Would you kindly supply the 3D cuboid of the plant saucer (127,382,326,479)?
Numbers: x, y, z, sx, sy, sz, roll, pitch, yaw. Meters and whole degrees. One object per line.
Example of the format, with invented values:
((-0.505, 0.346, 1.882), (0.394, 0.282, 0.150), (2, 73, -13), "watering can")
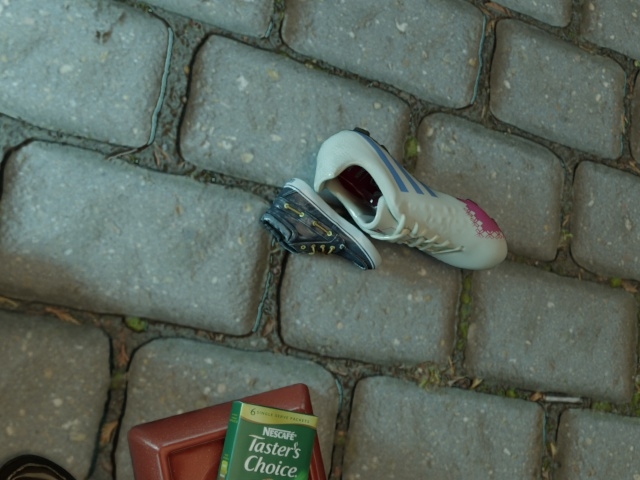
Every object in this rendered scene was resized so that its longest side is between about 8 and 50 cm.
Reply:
((-0.100, 0.343, 0.957), (0.259, 0.047, 0.258), (-9, 86, -26), "plant saucer")

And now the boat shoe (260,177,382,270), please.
((0.000, 0.000, 1.054), (0.183, 0.065, 0.083), (41, 73, -9), "boat shoe")

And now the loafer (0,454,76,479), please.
((-0.291, 0.340, 0.852), (0.080, 0.078, 0.220), (-44, 100, -24), "loafer")

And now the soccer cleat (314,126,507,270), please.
((0.128, -0.030, 1.071), (0.331, 0.116, 0.143), (33, 41, -9), "soccer cleat")

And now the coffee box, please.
((-0.074, 0.304, 0.925), (0.113, 0.040, 0.184), (17, 75, -21), "coffee box")
